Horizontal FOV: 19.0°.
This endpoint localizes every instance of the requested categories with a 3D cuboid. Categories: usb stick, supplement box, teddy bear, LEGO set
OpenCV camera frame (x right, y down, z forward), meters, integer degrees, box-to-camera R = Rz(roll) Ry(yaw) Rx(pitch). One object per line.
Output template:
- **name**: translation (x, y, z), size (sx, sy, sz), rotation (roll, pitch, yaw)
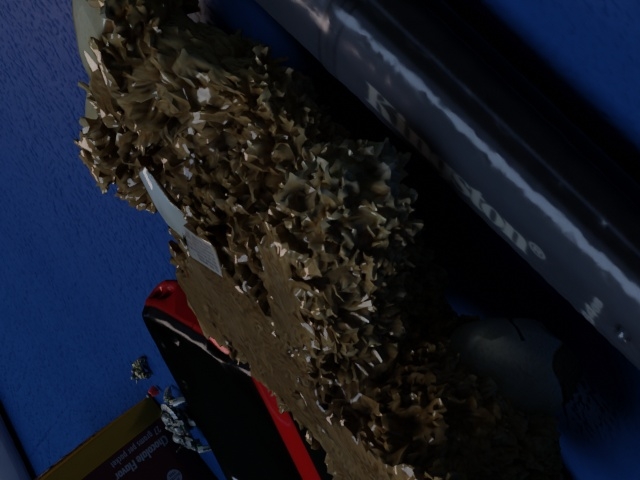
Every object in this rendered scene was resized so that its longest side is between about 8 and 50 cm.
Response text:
- **usb stick**: translation (0.058, -0.049, 0.759), size (0.278, 0.045, 0.077), rotation (45, 159, 13)
- **supplement box**: translation (-0.140, 0.242, 1.413), size (0.191, 0.129, 0.194), rotation (52, 156, -1)
- **teddy bear**: translation (0.000, 0.000, 0.855), size (0.338, 0.113, 0.245), rotation (46, 159, 31)
- **LEGO set**: translation (-0.106, 0.118, 1.310), size (0.083, 0.023, 0.054), rotation (37, 152, 30)

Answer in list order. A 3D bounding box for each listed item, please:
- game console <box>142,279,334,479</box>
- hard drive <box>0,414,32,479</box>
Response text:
- **game console**: translation (0.061, 0.209, 1.121), size (0.342, 0.060, 0.387), rotation (24, 144, 54)
- **hard drive**: translation (-0.357, 0.172, 1.803), size (0.233, 0.047, 0.353), rotation (30, 147, 40)
